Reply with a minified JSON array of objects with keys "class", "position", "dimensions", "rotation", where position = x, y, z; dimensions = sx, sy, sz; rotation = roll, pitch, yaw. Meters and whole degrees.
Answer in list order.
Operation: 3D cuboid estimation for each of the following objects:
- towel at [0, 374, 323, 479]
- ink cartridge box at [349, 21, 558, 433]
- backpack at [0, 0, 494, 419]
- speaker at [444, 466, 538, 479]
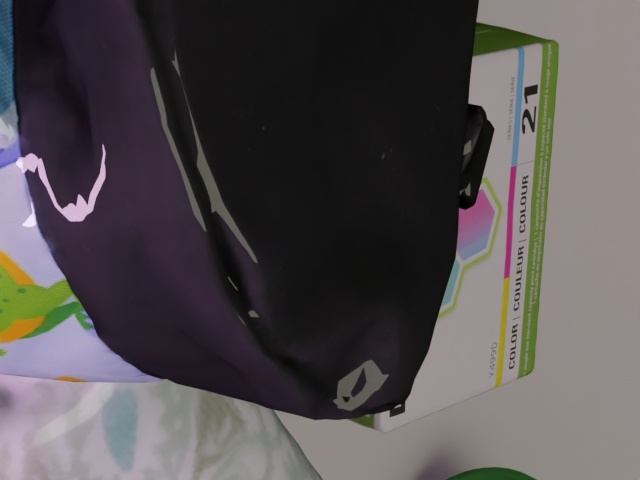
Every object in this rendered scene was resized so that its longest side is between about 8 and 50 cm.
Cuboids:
[{"class":"towel","position":[-0.148,0.197,0.686],"dimensions":[0.374,0.090,0.320],"rotation":[-36,140,-5]},{"class":"ink cartridge box","position":[0.000,0.000,0.970],"dimensions":[0.255,0.097,0.189],"rotation":[-17,115,-46]},{"class":"backpack","position":[-0.154,-0.099,0.558],"dimensions":[0.273,0.355,0.290],"rotation":[27,66,-48]},{"class":"speaker","position":[0.149,0.260,1.211],"dimensions":[0.131,0.131,0.296],"rotation":[-56,138,-20]}]
